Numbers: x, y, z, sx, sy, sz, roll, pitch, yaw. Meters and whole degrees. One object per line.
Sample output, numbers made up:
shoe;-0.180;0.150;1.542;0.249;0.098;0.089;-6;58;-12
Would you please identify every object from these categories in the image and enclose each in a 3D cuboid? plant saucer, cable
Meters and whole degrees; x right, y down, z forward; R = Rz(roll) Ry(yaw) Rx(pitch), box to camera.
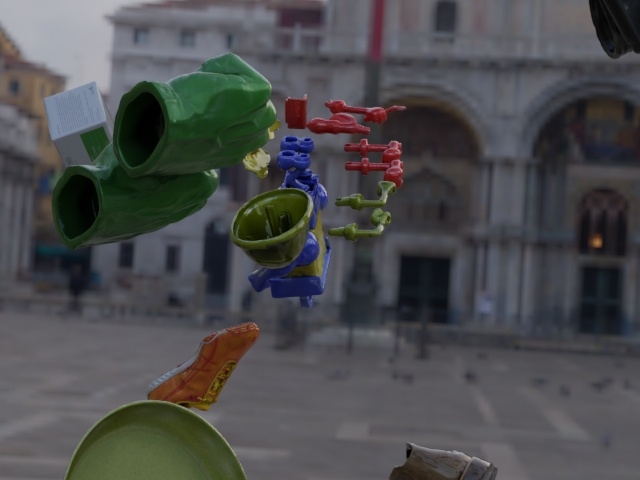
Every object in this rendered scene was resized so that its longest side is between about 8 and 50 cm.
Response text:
plant saucer;-0.161;0.274;1.613;0.241;0.241;0.037;5;-17;-45
cable;0.302;-0.291;1.734;0.072;0.287;0.139;-32;14;-14

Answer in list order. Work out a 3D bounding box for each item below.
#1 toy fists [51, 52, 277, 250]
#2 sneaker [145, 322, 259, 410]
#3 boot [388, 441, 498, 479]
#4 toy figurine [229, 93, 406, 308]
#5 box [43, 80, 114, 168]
toy fists;-0.147;-0.084;1.612;0.142;0.096;0.279;-9;-23;-37
sneaker;-0.128;0.157;1.966;0.175;0.067;0.064;-43;-27;25
boot;0.156;0.316;2.162;0.115;0.112;0.305;22;-16;14
toy figurine;0.000;0.000;1.983;0.191;0.217;0.362;2;30;3
box;-0.350;-0.159;2.503;0.087;0.102;0.101;-19;-44;0
